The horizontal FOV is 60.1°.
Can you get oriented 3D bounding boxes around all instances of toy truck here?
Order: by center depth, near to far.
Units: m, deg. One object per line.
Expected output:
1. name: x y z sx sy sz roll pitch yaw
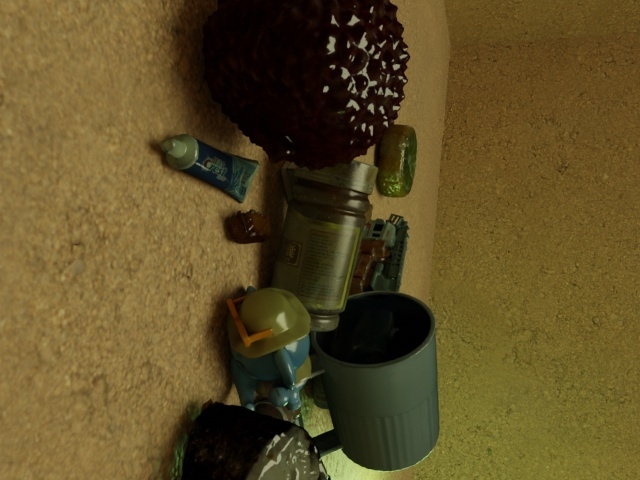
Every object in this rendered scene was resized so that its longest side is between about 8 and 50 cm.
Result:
1. toy truck: 0.141 0.055 1.489 0.338 0.185 0.132 -63 151 -49

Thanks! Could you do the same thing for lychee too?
1. lychee: -0.017 -0.257 0.811 0.330 0.306 0.306 -66 154 -20

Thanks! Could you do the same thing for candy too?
1. candy: 0.265 -0.273 1.918 0.260 0.118 0.259 8 90 -68

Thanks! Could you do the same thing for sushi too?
1. sushi: -0.102 0.413 0.835 0.234 0.208 0.348 -46 131 -45
2. sushi: -0.118 -0.025 0.930 0.120 0.052 0.055 2 73 -68

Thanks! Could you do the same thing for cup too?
1. cup: -0.083 0.342 1.051 0.099 0.074 0.102 -7 99 -71
2. cup: 0.110 0.325 1.191 0.331 0.257 0.310 -35 126 -39

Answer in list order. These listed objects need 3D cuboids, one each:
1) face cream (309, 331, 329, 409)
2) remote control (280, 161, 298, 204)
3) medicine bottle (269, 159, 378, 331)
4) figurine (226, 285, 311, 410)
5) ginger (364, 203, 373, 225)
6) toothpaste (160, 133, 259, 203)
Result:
1. face cream: 0.013 0.288 1.322 0.075 0.075 0.229 -46 136 -62
2. remote control: -0.019 -0.069 1.205 0.102 0.056 0.277 -68 153 -45
3. medicine bottle: 0.000 0.000 1.054 0.151 0.151 0.322 -3 107 -71
4. figurine: -0.078 0.196 0.936 0.180 0.154 0.261 -77 158 -59
5. ginger: 0.057 -0.058 1.397 0.122 0.115 0.193 56 44 -27
6. toothpaste: -0.157 -0.109 0.823 0.268 0.047 0.069 16 65 -74
